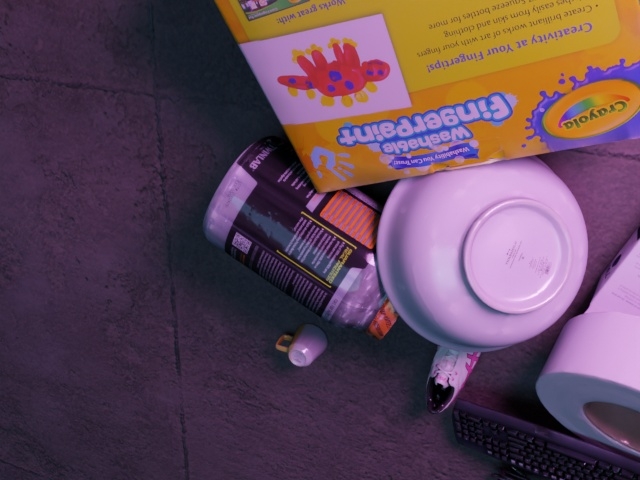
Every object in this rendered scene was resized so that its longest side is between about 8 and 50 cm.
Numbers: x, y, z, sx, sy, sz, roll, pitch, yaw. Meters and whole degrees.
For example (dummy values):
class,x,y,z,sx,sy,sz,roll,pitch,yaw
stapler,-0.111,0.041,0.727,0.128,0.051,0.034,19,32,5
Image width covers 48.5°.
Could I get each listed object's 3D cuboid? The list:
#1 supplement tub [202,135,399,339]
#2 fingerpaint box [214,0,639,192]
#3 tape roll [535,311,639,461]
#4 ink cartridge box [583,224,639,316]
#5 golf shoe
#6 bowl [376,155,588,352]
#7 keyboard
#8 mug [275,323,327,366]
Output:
class,x,y,z,sx,sy,sz,roll,pitch,yaw
supplement tub,0.000,0.000,1.067,0.316,0.193,0.194,34,123,6
fingerpaint box,0.133,-0.273,0.829,0.444,0.163,0.371,-8,128,31
tape roll,0.440,0.217,0.947,0.286,0.100,0.286,29,158,13
ink cartridge box,0.497,0.028,0.939,0.165,0.065,0.333,31,121,7
golf shoe,0.213,0.196,1.130,0.067,0.086,0.186,18,118,17
bowl,0.229,0.014,0.921,0.297,0.134,0.298,-1,96,-9
keyboard,0.357,0.360,1.120,0.317,0.033,0.202,13,138,38
mug,-0.033,0.191,1.249,0.078,0.064,0.062,-23,103,31
